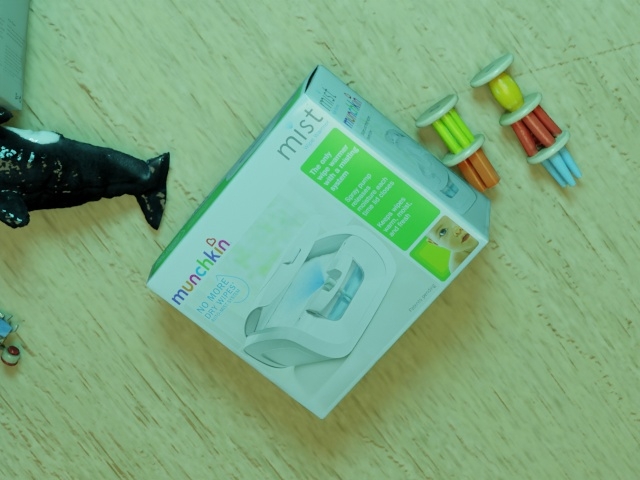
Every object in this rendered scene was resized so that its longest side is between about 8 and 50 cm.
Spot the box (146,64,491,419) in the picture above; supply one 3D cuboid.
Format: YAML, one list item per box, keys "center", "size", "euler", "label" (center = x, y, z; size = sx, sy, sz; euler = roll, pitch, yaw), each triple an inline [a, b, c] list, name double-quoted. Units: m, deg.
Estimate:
- center: [0.000, 0.000, 1.404]
  size: [0.231, 0.127, 0.262]
  euler: [39, 111, -9]
  label: "box"

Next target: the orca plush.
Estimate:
- center: [-0.294, -0.040, 1.400]
  size: [0.287, 0.102, 0.151]
  euler: [14, 139, -26]
  label: "orca plush"

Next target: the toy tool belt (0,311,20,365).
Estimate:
- center: [-0.348, 0.093, 1.482]
  size: [0.083, 0.052, 0.051]
  euler: [30, 110, -7]
  label: "toy tool belt"

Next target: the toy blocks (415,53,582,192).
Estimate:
- center: [0.187, -0.096, 1.430]
  size: [0.123, 0.054, 0.148]
  euler: [-36, 101, 8]
  label: "toy blocks"

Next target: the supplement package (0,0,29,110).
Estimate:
- center: [-0.364, -0.237, 1.307]
  size: [0.149, 0.194, 0.203]
  euler: [3, 87, 1]
  label: "supplement package"
